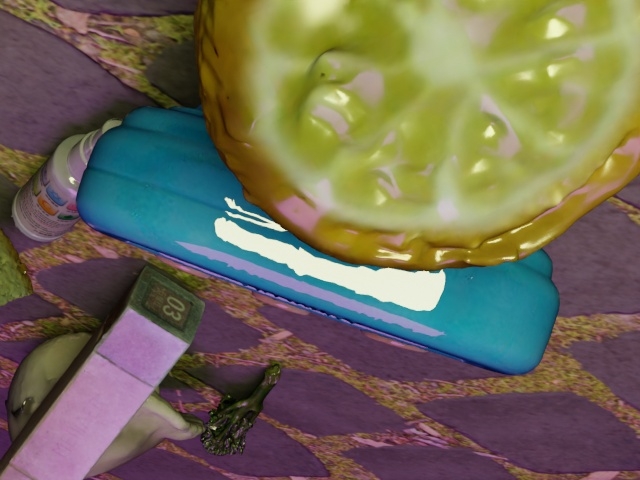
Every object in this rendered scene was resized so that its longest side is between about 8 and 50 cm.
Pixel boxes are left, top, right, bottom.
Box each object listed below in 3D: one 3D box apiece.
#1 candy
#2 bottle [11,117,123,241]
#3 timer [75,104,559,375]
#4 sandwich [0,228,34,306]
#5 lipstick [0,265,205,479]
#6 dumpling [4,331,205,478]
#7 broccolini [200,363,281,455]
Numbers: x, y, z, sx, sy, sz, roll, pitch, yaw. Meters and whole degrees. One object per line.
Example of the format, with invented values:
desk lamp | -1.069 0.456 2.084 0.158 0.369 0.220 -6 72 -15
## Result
candy | 0.063 -0.102 0.813 0.260 0.118 0.259 -5 126 -6
bottle | -0.203 -0.052 1.304 0.060 0.060 0.217 23 157 -18
timer | 0.000 0.000 1.133 0.340 0.115 0.309 20 178 -3
sandwich | -0.430 0.057 1.438 0.325 0.262 0.131 -13 103 48
lipstick | -0.248 0.184 1.602 0.076 0.079 0.371 33 122 -12
dumpling | -0.245 0.186 1.788 0.227 0.175 0.243 7 -161 -22
broccolini | -0.089 0.177 1.778 0.058 0.074 0.201 18 144 -5
